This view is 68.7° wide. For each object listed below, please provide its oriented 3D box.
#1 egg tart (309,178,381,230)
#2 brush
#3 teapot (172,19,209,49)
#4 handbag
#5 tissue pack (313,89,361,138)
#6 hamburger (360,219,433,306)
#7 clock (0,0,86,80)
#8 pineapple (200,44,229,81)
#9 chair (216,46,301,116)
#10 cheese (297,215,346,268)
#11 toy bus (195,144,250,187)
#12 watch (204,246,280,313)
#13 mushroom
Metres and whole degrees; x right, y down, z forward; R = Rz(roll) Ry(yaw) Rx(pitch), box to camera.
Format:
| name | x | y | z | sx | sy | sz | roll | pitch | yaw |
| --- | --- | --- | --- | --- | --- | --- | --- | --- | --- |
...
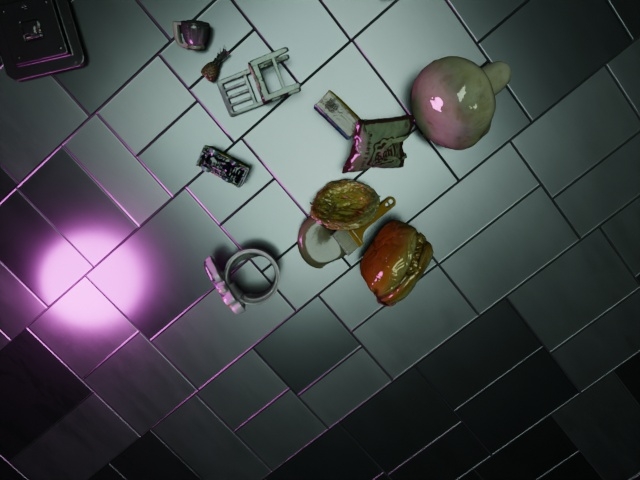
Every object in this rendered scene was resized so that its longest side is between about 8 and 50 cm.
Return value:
| name | x | y | z | sx | sy | sz | roll | pitch | yaw |
| --- | --- | --- | --- | --- | --- | --- | --- | --- | --- |
| egg tart | 0.090 | -0.113 | 1.641 | 0.251 | 0.232 | 0.098 | -3 | 143 | 13 |
| brush | 0.171 | -0.067 | 1.690 | 0.272 | 0.013 | 0.103 | -40 | 102 | -11 |
| teapot | -0.424 | -0.684 | 1.559 | 0.092 | 0.124 | 0.091 | -18 | 126 | -38 |
| handbag | 0.197 | -0.320 | 1.575 | 0.234 | 0.127 | 0.213 | -9 | 135 | -21 |
| tissue pack | 0.063 | -0.425 | 1.595 | 0.169 | 0.120 | 0.082 | 42 | 96 | -8 |
| hamburger | 0.251 | 0.077 | 1.622 | 0.158 | 0.319 | 0.319 | 30 | 100 | -12 |
| clock | -0.947 | -0.693 | 1.554 | 0.278 | 0.049 | 0.274 | -13 | 102 | 2 |
| pineapple | -0.349 | -0.598 | 1.587 | 0.058 | 0.058 | 0.124 | 43 | 92 | -9 |
| chair | -0.209 | -0.520 | 1.557 | 0.270 | 0.147 | 0.137 | -19 | 103 | 2 |
| cheese | 0.000 | 0.000 | 1.703 | 0.175 | 0.091 | 0.203 | -20 | 102 | 2 |
| toy bus | -0.331 | -0.259 | 1.634 | 0.174 | 0.101 | 0.088 | 28 | 101 | -2 |
| watch | -0.269 | 0.119 | 1.681 | 0.231 | 0.196 | 0.244 | -32 | 98 | -1 |
| mushroom | 0.471 | -0.478 | 1.537 | 0.336 | 0.314 | 0.315 | -38 | 102 | -20 |
